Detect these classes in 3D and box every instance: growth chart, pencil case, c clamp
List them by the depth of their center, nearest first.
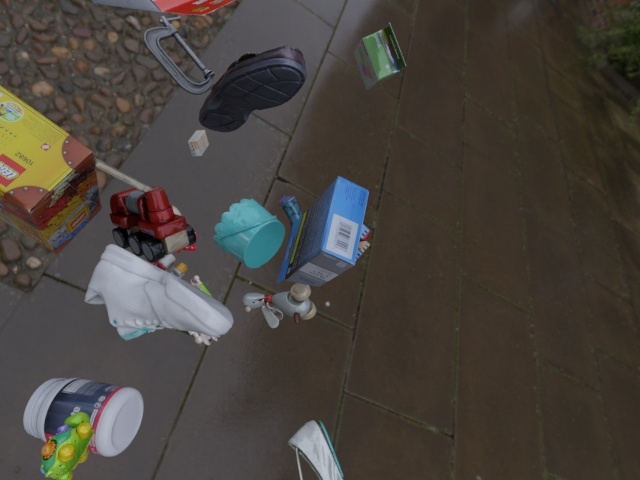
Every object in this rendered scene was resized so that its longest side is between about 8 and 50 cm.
[{"bbox_3d":[-0.255,-0.349,0.771,0.160,0.022,0.137,54,37,-11],"label":"c clamp"},{"bbox_3d":[-0.283,0.159,0.958,0.021,0.237,0.172,-39,87,2],"label":"growth chart"},{"bbox_3d":[-0.107,-0.101,1.596,0.064,0.070,0.151,-106,173,-60],"label":"pencil case"}]

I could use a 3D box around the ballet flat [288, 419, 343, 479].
[{"bbox_3d":[0.028,0.695,1.123,0.139,0.139,0.400,-4,42,-34],"label":"ballet flat"}]

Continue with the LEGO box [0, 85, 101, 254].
[{"bbox_3d":[-0.808,-0.223,0.976,0.500,0.372,0.193,37,63,-11],"label":"LEGO box"}]

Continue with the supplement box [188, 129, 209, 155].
[{"bbox_3d":[-0.452,-0.363,1.528,0.036,0.062,0.098,-1,37,7],"label":"supplement box"}]

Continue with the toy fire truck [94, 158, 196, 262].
[{"bbox_3d":[-0.435,-0.088,0.968,0.159,0.217,0.246,-30,125,-42],"label":"toy fire truck"}]

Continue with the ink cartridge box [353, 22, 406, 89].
[{"bbox_3d":[0.147,-0.469,1.066,0.062,0.209,0.108,-24,103,0],"label":"ink cartridge box"}]

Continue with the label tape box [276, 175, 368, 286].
[{"bbox_3d":[0.000,0.000,1.213,0.106,0.334,0.240,23,61,-16],"label":"label tape box"}]

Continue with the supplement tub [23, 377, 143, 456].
[{"bbox_3d":[-0.696,0.517,1.225,0.273,0.191,0.191,6,56,9],"label":"supplement tub"}]

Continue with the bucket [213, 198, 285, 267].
[{"bbox_3d":[-0.302,-0.027,1.801,0.183,0.280,0.281,34,45,25],"label":"bucket"}]

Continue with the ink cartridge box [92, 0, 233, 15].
[{"bbox_3d":[-0.183,-0.335,0.526,0.180,0.045,0.145,16,47,22],"label":"ink cartridge box"}]

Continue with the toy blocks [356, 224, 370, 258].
[{"bbox_3d":[0.079,-0.017,1.670,0.261,0.381,0.191,45,70,0],"label":"toy blocks"}]

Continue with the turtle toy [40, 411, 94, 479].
[{"bbox_3d":[-0.466,0.376,0.761,0.066,0.095,0.130,18,23,-3],"label":"turtle toy"}]

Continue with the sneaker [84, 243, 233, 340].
[{"bbox_3d":[-0.198,0.082,0.489,0.213,0.080,0.094,20,74,29],"label":"sneaker"}]

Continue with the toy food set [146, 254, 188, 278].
[{"bbox_3d":[-0.577,0.115,1.470,0.104,0.233,0.111,-49,118,-33],"label":"toy food set"}]

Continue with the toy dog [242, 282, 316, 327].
[{"bbox_3d":[-0.175,0.288,1.717,0.220,0.334,0.160,50,34,-25],"label":"toy dog"}]

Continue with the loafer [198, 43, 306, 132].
[{"bbox_3d":[-0.136,-0.287,0.744,0.109,0.303,0.095,12,76,-38],"label":"loafer"}]

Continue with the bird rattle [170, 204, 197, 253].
[{"bbox_3d":[-0.619,-0.043,1.666,0.143,0.254,0.206,-14,96,-54],"label":"bird rattle"}]
